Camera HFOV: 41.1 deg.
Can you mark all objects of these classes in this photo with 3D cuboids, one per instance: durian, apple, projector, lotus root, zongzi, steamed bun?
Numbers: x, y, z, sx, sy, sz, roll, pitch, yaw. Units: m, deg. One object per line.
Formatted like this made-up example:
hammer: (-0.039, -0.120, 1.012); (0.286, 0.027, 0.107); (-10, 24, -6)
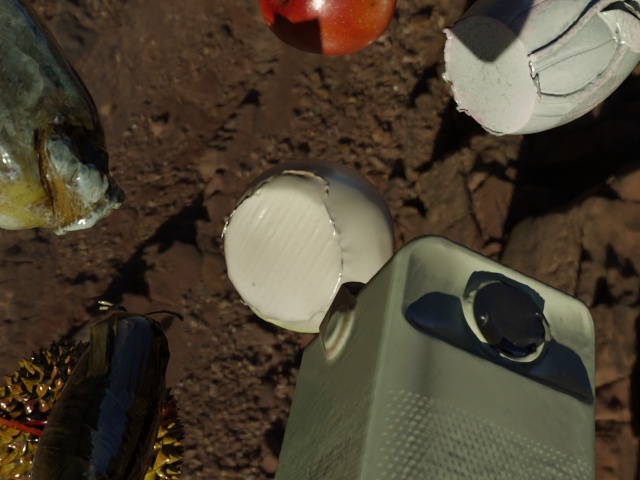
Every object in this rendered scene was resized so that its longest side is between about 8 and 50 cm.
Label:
durian: (-0.400, 0.353, 1.466); (0.347, 0.347, 0.384); (-43, 119, -43)
apple: (0.010, -0.464, 1.540); (0.216, 0.260, 0.260); (-13, 91, -34)
projector: (0.070, 0.127, 0.551); (0.163, 0.177, 0.242); (25, 49, -12)
lotus root: (-0.322, -0.153, 0.786); (0.175, 0.175, 0.350); (-39, 103, -44)
zongzi: (-0.196, 0.164, 0.812); (0.111, 0.241, 0.248); (22, 69, -14)
steamed bun: (0.000, 0.000, 1.480); (0.309, 0.309, 0.309); (13, 72, -44)

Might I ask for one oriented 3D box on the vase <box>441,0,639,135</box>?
vase: (0.420, -0.331, 1.324); (0.445, 0.250, 0.250); (-28, 102, -23)
